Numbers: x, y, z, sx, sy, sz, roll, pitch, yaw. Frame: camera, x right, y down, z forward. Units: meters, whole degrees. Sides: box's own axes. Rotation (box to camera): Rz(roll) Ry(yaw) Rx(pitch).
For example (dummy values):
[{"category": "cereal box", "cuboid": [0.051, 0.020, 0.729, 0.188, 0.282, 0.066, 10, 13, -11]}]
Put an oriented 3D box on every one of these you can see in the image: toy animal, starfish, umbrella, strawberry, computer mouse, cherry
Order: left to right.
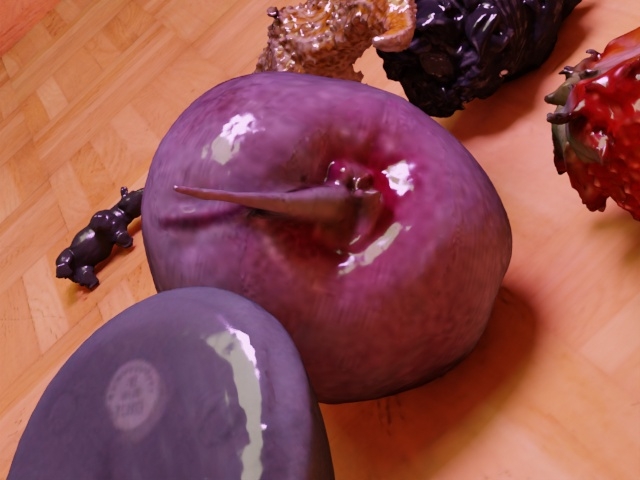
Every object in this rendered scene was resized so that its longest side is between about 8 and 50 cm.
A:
[{"category": "toy animal", "cuboid": [-0.209, -0.011, 1.345, 0.135, 0.047, 0.065, -50, 15, -3]}, {"category": "computer mouse", "cuboid": [-0.077, 0.207, 0.643, 0.188, 0.122, 0.371, -6, 61, 38]}, {"category": "starfish", "cuboid": [-0.013, -0.132, 1.004, 0.293, 0.084, 0.301, 109, 154, -44]}, {"category": "cherry", "cuboid": [0.000, 0.000, 0.788, 0.183, 0.213, 0.266, -60, 2, -5]}, {"category": "umbrella", "cuboid": [0.159, -0.238, 1.054, 0.336, 0.128, 0.154, -51, 22, -26]}, {"category": "strawberry", "cuboid": [0.233, -0.088, 0.722, 0.228, 0.098, 0.174, -27, 9, 7]}]
